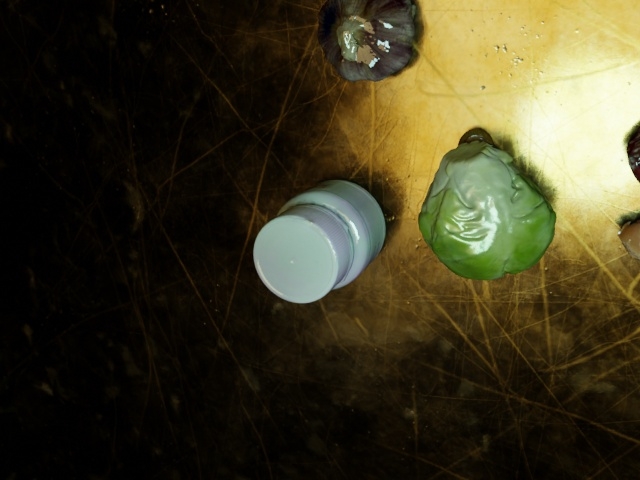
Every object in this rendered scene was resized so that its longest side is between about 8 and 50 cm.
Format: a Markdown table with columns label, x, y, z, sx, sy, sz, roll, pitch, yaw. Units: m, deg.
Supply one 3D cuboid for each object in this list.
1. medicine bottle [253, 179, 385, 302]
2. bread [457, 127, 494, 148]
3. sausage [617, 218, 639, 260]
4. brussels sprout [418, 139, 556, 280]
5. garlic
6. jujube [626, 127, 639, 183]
| label | x | y | z | sx | sy | sz | roll | pitch | yaw |
| --- | --- | --- | --- | --- | --- | --- | --- | --- | --- |
| medicine bottle | 0.000 | 0.000 | 1.505 | 0.256 | 0.325 | 0.255 | 8 | 110 | 22 |
| bread | 0.363 | -0.219 | 1.435 | 0.085 | 0.053 | 0.084 | 4 | 123 | 6 |
| sausage | 0.829 | -0.084 | 1.260 | 0.419 | 0.094 | 0.094 | -32 | 71 | 29 |
| brussels sprout | 0.358 | -0.052 | 1.382 | 0.316 | 0.242 | 0.274 | 46 | 121 | -7 |
| garlic | 0.095 | -0.482 | 1.401 | 0.245 | 0.161 | 0.244 | 6 | 102 | 28 |
| jujube | 0.779 | -0.214 | 1.190 | 0.342 | 0.216 | 0.216 | -30 | 93 | 34 |
